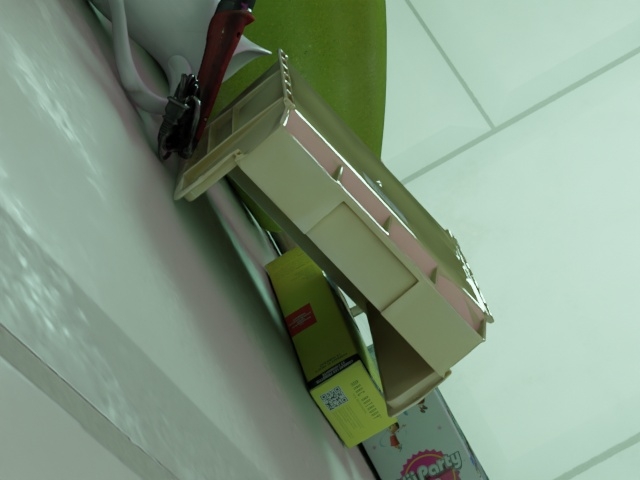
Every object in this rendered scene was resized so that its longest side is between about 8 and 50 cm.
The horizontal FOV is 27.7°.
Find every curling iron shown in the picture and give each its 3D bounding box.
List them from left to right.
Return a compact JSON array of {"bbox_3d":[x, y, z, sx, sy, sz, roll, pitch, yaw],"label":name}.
[{"bbox_3d":[-0.075,-0.186,1.093,0.035,0.274,0.068,21,-21,0],"label":"curling iron"}]

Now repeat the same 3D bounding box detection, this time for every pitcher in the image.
[{"bbox_3d":[-0.152,-0.218,1.132,0.207,0.125,0.178,59,32,-9],"label":"pitcher"}]

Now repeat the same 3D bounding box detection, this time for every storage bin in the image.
[{"bbox_3d":[0.010,-0.013,1.134,0.262,0.123,0.260,47,11,-16],"label":"storage bin"}]

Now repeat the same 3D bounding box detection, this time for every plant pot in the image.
[{"bbox_3d":[-0.036,-0.169,1.448,0.275,0.275,0.293,-107,-177,-75],"label":"plant pot"}]

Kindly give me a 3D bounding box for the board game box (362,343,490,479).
[{"bbox_3d":[0.124,0.252,1.394,0.303,0.097,0.224,62,2,2],"label":"board game box"}]

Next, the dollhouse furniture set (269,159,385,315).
[{"bbox_3d":[0.000,0.000,1.684,0.212,0.161,0.242,61,-19,6],"label":"dollhouse furniture set"}]

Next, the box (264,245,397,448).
[{"bbox_3d":[0.007,0.095,1.271,0.087,0.058,0.232,58,5,-32],"label":"box"}]
